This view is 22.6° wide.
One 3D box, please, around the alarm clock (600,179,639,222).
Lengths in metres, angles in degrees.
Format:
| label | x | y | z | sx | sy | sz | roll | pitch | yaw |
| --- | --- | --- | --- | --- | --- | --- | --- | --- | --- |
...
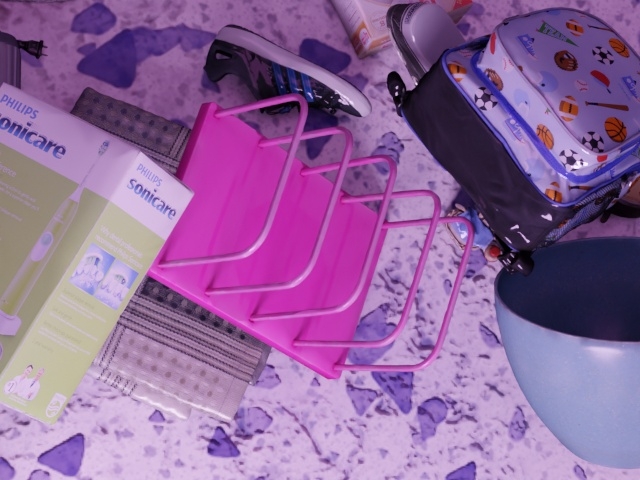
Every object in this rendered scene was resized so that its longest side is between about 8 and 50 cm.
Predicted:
| label | x | y | z | sx | sy | sz | roll | pitch | yaw |
| --- | --- | --- | --- | --- | --- | --- | --- | --- | --- |
| alarm clock | 0.387 | -0.109 | 1.958 | 0.129 | 0.064 | 0.192 | 27 | 73 | -4 |

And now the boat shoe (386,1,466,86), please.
| label | x | y | z | sx | sy | sz | roll | pitch | yaw |
| --- | --- | --- | --- | --- | --- | --- | --- | --- | --- |
| boat shoe | 0.152 | -0.195 | 1.906 | 0.078 | 0.070 | 0.219 | -44 | 120 | -19 |

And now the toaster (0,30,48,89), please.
| label | x | y | z | sx | sy | sz | roll | pitch | yaw |
| --- | --- | --- | --- | --- | --- | --- | --- | --- | --- |
| toaster | -0.412 | -0.145 | 1.752 | 0.227 | 0.129 | 0.146 | -1 | 78 | -13 |

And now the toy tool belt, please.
| label | x | y | z | sx | sy | sz | roll | pitch | yaw |
| --- | --- | --- | --- | --- | --- | --- | --- | --- | --- |
| toy tool belt | 0.185 | -0.010 | 1.888 | 0.083 | 0.051 | 0.052 | 41 | 70 | 1 |

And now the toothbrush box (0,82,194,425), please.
| label | x | y | z | sx | sy | sz | roll | pitch | yaw |
| --- | --- | --- | --- | --- | --- | --- | --- | --- | --- |
| toothbrush box | -0.299 | 0.012 | 1.639 | 0.206 | 0.122 | 0.283 | 26 | 83 | 32 |

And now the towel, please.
| label | x | y | z | sx | sy | sz | roll | pitch | yaw |
| --- | --- | --- | --- | --- | --- | --- | --- | --- | --- |
| towel | -0.185 | 0.019 | 1.804 | 0.324 | 0.056 | 0.312 | 24 | 67 | -3 |

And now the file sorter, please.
| label | x | y | z | sx | sy | sz | roll | pitch | yaw |
| --- | --- | --- | --- | --- | --- | --- | --- | --- | --- |
| file sorter | 0.000 | 0.000 | 1.710 | 0.290 | 0.182 | 0.202 | 33 | 66 | -35 |

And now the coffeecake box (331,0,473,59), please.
| label | x | y | z | sx | sy | sz | roll | pitch | yaw |
| --- | --- | --- | --- | --- | --- | --- | --- | --- | --- |
| coffeecake box | 0.078 | -0.334 | 1.949 | 0.142 | 0.068 | 0.185 | -22 | 81 | -19 |

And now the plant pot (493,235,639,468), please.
| label | x | y | z | sx | sy | sz | roll | pitch | yaw |
| --- | --- | --- | --- | --- | --- | --- | --- | --- | --- |
| plant pot | 0.339 | 0.138 | 1.788 | 0.290 | 0.290 | 0.195 | -9 | 112 | -15 |

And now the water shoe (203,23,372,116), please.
| label | x | y | z | sx | sy | sz | roll | pitch | yaw |
| --- | --- | --- | --- | --- | --- | --- | --- | --- | --- |
| water shoe | -0.040 | -0.179 | 1.888 | 0.203 | 0.073 | 0.080 | 27 | 92 | 0 |

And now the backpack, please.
| label | x | y | z | sx | sy | sz | roll | pitch | yaw |
| --- | --- | --- | --- | --- | --- | --- | --- | --- | --- |
| backpack | 0.259 | -0.139 | 1.798 | 0.263 | 0.213 | 0.276 | -23 | 76 | -47 |
